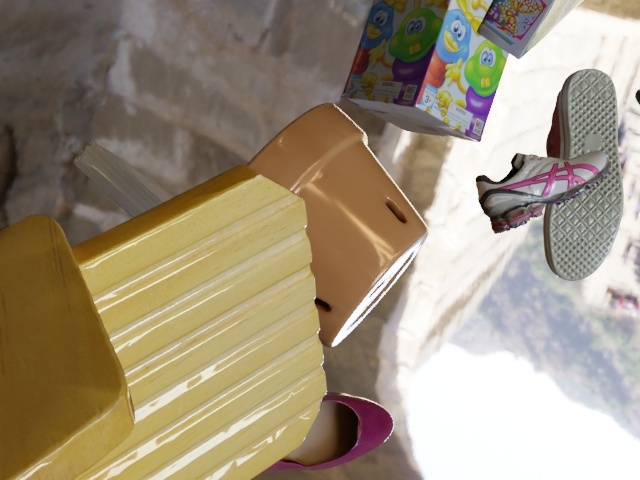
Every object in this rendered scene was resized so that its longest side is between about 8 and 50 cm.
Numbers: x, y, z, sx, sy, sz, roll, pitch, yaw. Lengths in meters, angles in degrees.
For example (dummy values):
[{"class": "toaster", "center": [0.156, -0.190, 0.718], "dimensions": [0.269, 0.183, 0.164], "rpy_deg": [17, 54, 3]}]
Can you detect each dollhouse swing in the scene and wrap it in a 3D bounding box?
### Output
[{"class": "dollhouse swing", "center": [-0.085, 0.164, 0.704], "dimensions": [0.305, 0.347, 0.315], "rpy_deg": [-18, -144, -18]}]

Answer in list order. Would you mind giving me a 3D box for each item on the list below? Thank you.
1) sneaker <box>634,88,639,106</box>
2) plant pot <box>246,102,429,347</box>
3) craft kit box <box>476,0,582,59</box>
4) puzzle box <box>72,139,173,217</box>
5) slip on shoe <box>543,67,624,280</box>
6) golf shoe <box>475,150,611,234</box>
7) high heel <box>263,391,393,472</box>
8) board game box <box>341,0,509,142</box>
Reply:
[{"class": "sneaker", "center": [0.474, -0.211, 1.241], "dimensions": [0.086, 0.192, 0.064], "rpy_deg": [45, 169, 33]}, {"class": "plant pot", "center": [0.000, 0.000, 1.287], "dimensions": [0.203, 0.291, 0.291], "rpy_deg": [41, -176, 9]}, {"class": "craft kit box", "center": [0.266, -0.318, 0.928], "dimensions": [0.061, 0.247, 0.250], "rpy_deg": [34, -135, 12]}, {"class": "puzzle box", "center": [-0.275, -0.041, 1.816], "dimensions": [0.272, 0.052, 0.409], "rpy_deg": [40, 179, 7]}, {"class": "slip on shoe", "center": [0.406, -0.100, 1.574], "dimensions": [0.123, 0.331, 0.101], "rpy_deg": [4, 174, -4]}, {"class": "golf shoe", "center": [0.282, -0.080, 1.256], "dimensions": [0.186, 0.086, 0.067], "rpy_deg": [-25, 178, -17]}, {"class": "high heel", "center": [-0.005, 0.303, 1.532], "dimensions": [0.377, 0.127, 0.181], "rpy_deg": [-2, 176, -34]}, {"class": "board game box", "center": [0.161, -0.288, 1.314], "dimensions": [0.142, 0.275, 0.144], "rpy_deg": [21, 177, -42]}]
